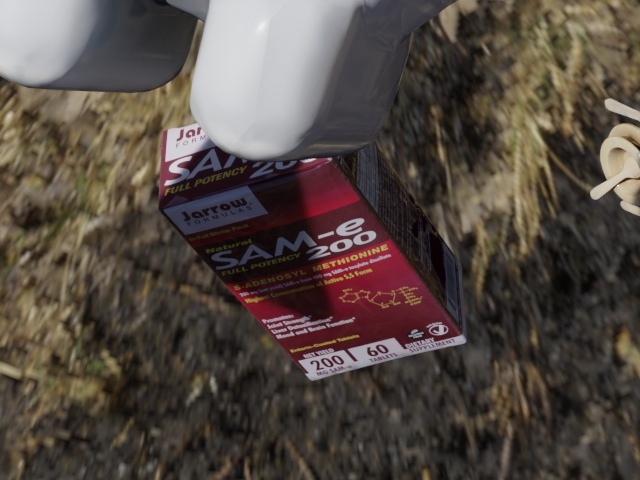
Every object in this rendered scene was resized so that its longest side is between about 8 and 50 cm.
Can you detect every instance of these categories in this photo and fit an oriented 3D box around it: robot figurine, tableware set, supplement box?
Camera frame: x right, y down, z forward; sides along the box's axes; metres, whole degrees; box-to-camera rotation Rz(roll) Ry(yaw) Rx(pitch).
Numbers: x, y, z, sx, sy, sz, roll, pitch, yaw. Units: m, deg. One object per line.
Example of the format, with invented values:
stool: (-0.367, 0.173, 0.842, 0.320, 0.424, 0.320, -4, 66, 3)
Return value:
robot figurine: (0.006, -0.203, 0.552, 0.300, 0.200, 0.353, 17, 98, 10)
tableware set: (0.330, -0.054, 1.819, 0.039, 0.194, 0.128, -26, 119, -22)
supplement box: (0.000, 0.000, 1.312, 0.130, 0.073, 0.239, -16, 141, 20)
